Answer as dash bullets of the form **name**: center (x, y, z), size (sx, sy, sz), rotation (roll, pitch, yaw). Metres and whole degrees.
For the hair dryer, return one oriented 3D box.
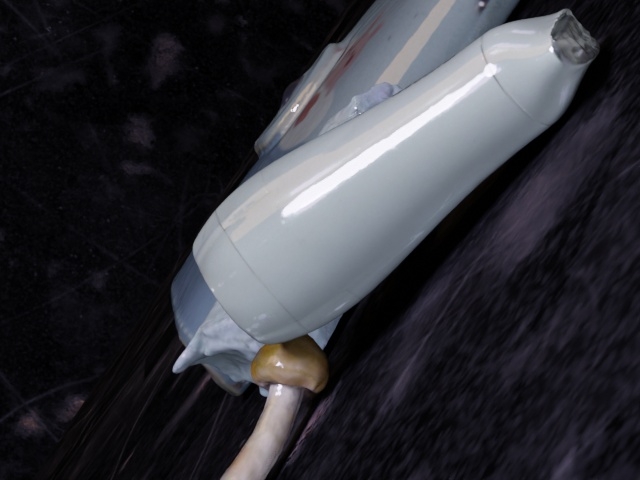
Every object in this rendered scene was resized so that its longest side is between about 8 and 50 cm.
- **hair dryer**: center (0.058, -0.052, 0.752), size (0.206, 0.075, 0.237), rotation (-37, 2, 23)

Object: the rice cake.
- **rice cake**: center (0.000, -0.001, 0.840), size (0.069, 0.063, 0.206), rotation (-39, 18, 56)

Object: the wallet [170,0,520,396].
- **wallet**: center (0.016, -0.074, 1.044), size (0.360, 0.083, 0.252), rotation (-54, 12, 0)

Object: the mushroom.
- **mushroom**: center (-0.058, 0.151, 0.644), size (0.306, 0.043, 0.068), rotation (-64, -8, -46)
